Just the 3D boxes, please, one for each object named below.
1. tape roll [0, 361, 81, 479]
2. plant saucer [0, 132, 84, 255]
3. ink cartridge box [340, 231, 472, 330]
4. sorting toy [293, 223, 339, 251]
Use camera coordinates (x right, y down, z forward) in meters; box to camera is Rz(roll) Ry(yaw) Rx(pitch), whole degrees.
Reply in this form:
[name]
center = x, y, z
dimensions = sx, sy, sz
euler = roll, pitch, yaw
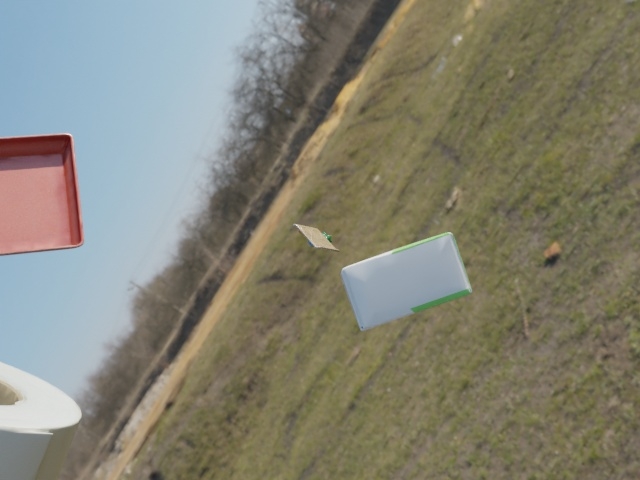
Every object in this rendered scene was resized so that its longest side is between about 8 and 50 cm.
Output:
[tape roll]
center = -0.410, 0.194, 0.848
dimensions = 0.286, 0.286, 0.100
euler = 173, 118, -83
[plant saucer]
center = -0.562, -0.071, 1.397
dimensions = 0.048, 0.258, 0.259
euler = 109, 150, -54
[ink cartridge box]
center = 0.144, 0.074, 1.426
dimensions = 0.198, 0.115, 0.273
euler = -19, -3, 0
[sorting toy]
center = 0.000, 0.000, 1.180
dimensions = 0.083, 0.062, 0.012
euler = 12, -63, -55
